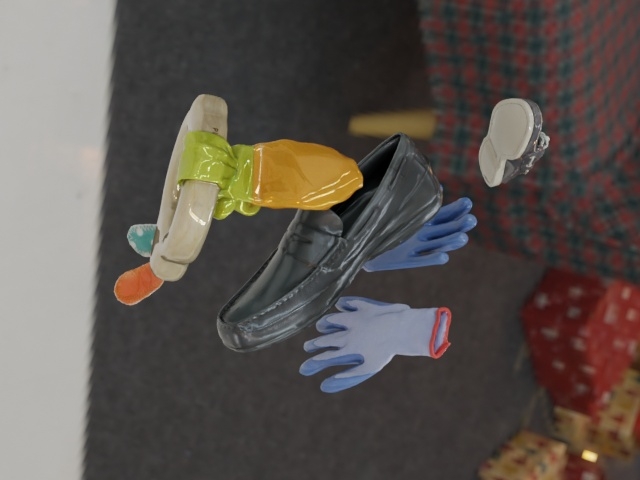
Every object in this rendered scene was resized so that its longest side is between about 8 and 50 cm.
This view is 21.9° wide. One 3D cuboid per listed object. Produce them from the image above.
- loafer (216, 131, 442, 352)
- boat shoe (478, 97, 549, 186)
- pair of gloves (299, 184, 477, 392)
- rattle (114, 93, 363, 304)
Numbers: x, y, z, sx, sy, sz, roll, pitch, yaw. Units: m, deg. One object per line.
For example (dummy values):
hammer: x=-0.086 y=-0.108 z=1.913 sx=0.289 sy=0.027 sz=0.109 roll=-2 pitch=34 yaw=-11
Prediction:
loafer: x=0.000 y=0.000 z=1.307 sx=0.223 sy=0.076 sz=0.078 roll=-40 pitch=123 yaw=-17
boat shoe: x=0.255 y=-0.131 z=2.106 sx=0.065 sy=0.075 sz=0.206 roll=-14 pitch=162 yaw=-13
pair of gloves: x=0.058 y=0.039 z=1.406 sx=0.023 sy=0.159 sz=0.198 roll=43 pitch=51 yaw=-37
rattle: x=-0.072 y=-0.014 z=1.310 sx=0.142 sy=0.130 sz=0.200 roll=-1 pitch=135 yaw=-24
